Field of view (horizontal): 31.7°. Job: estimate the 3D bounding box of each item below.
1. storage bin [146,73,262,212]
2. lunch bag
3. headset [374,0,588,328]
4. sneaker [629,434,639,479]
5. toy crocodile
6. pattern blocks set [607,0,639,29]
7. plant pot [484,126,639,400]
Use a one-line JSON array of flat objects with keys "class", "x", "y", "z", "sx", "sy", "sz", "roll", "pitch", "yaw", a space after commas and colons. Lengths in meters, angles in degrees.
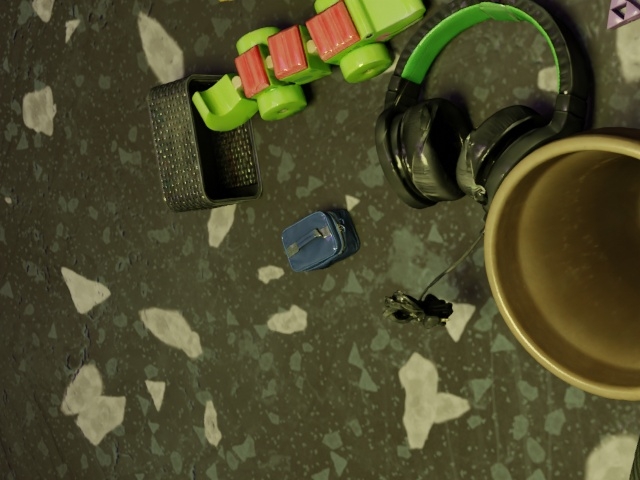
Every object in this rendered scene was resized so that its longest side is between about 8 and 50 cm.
[{"class": "storage bin", "x": -0.163, "y": -0.136, "z": 1.587, "sx": 0.084, "sy": 0.122, "sz": 0.180, "roll": -11, "pitch": 89, "yaw": 39}, {"class": "lunch bag", "x": 0.000, "y": 0.000, "z": 1.511, "sx": 0.098, "sy": 0.065, "sz": 0.067, "roll": -30, "pitch": 77, "yaw": 37}, {"class": "headset", "x": 0.159, "y": -0.095, "z": 1.296, "sx": 0.243, "sy": 0.185, "sz": 0.394, "roll": 12, "pitch": 92, "yaw": 37}, {"class": "sneaker", "x": 0.399, "y": 0.367, "z": 1.119, "sx": 0.185, "sy": 0.202, "sz": 0.483, "roll": 6, "pitch": 71, "yaw": 1}, {"class": "toy crocodile", "x": -0.019, "y": -0.244, "z": 1.457, "sx": 0.340, "sy": 0.105, "sz": 0.115, "roll": -23, "pitch": 80, "yaw": 28}, {"class": "pattern blocks set", "x": 0.443, "y": -0.204, "z": 1.157, "sx": 0.324, "sy": 0.026, "sz": 0.286, "roll": 34, "pitch": 116, "yaw": 30}, {"class": "plant pot", "x": 0.332, "y": 0.000, "z": 1.130, "sx": 0.263, "sy": 0.229, "sz": 0.263, "roll": 15, "pitch": 115, "yaw": 36}]
